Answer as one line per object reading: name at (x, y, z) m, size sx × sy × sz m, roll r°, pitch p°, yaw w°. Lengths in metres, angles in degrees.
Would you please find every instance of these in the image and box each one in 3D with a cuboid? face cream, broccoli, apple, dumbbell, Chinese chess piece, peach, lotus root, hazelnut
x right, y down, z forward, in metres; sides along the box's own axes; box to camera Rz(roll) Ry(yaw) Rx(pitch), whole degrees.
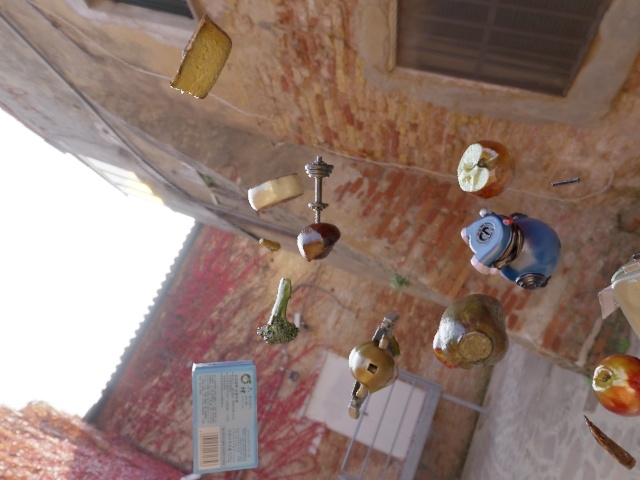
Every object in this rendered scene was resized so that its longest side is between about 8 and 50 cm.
face cream at (0.946, 0.147, 1.600) m, size 0.243 × 0.058 × 0.092 m, roll -26°, pitch -73°, yaw -21°
broccoli at (-0.114, 0.208, 1.524) m, size 0.122 × 0.118 × 0.204 m, roll 21°, pitch -111°, yaw -36°
apple at (0.543, -0.230, 1.664) m, size 0.173 × 0.160 × 0.195 m, roll 97°, pitch 164°, yaw -62°
dumbbell at (-0.005, -0.192, 1.972) m, size 0.110 × 0.110 × 0.255 m, roll -15°, pitch -73°, yaw -73°
Chinese chess piece at (-0.096, -0.104, 1.124) m, size 0.051 × 0.122 × 0.122 m, roll 71°, pitch -161°, yaw -1°
peach at (0.572, 0.409, 2.107) m, size 0.226 × 0.196 × 0.190 m, roll -41°, pitch -18°, yaw -22°
peach at (0.950, 0.450, 1.595) m, size 0.190 × 0.192 × 0.191 m, roll -164°, pitch 90°, yaw -75°
lotus root at (0.528, 0.315, 1.776) m, size 0.346 × 0.250 × 0.251 m, roll -19°, pitch -54°, yaw -72°
hazelnut at (-0.003, 0.006, 2.262) m, size 0.160 × 0.201 × 0.170 m, roll 43°, pitch -129°, yaw -40°

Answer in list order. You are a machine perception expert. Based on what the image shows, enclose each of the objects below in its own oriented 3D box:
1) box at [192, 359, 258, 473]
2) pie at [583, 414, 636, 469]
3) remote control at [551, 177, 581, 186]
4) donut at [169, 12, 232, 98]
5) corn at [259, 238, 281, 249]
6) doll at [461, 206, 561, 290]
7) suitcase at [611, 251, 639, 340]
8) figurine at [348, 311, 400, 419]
box at (-0.219, 0.399, 1.184) m, size 0.083 × 0.142 × 0.233 m, roll 162°, pitch 107°, yaw -77°
pie at (0.841, 0.601, 1.505) m, size 0.033 × 0.191 × 0.088 m, roll -51°, pitch -10°, yaw 22°
remote control at (0.881, -0.205, 1.848) m, size 0.039 × 0.096 × 0.014 m, roll 12°, pitch -106°, yaw -51°
donut at (-0.246, -0.393, 1.101) m, size 0.141 × 0.085 × 0.217 m, roll -45°, pitch 28°, yaw 33°
corn at (-0.170, 0.013, 1.782) m, size 0.083 × 0.027 × 0.028 m, roll 21°, pitch -77°, yaw -32°
doll at (0.663, 0.026, 1.750) m, size 0.240 × 0.309 × 0.285 m, roll -37°, pitch 40°, yaw 46°
suitcase at (0.913, 0.159, 1.199) m, size 0.193 × 0.340 × 0.351 m, roll -24°, pitch -5°, yaw -44°
figurine at (0.176, 0.407, 1.692) m, size 0.285 × 0.166 × 0.343 m, roll 50°, pitch -138°, yaw -73°
